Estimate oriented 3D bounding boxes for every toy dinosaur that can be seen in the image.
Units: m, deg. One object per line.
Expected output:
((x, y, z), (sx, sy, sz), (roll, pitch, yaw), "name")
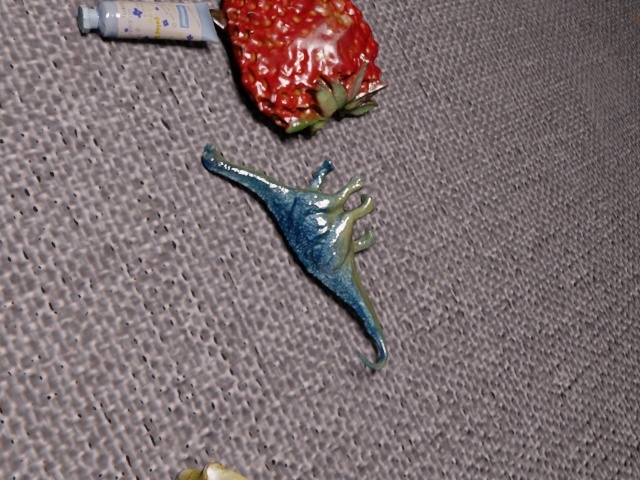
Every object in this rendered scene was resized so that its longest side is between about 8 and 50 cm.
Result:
((0.006, -0.010, 0.856), (0.147, 0.076, 0.363), (-38, 93, -17), "toy dinosaur")

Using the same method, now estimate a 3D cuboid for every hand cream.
((-0.215, -0.276, 0.828), (0.170, 0.043, 0.065), (-9, 74, -32), "hand cream")

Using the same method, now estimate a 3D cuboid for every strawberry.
((-0.034, -0.306, 0.906), (0.233, 0.137, 0.306), (-27, 89, -35), "strawberry")

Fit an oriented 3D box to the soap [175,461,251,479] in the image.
((-0.032, 0.377, 0.669), (0.315, 0.091, 0.199), (31, 58, -20), "soap")
